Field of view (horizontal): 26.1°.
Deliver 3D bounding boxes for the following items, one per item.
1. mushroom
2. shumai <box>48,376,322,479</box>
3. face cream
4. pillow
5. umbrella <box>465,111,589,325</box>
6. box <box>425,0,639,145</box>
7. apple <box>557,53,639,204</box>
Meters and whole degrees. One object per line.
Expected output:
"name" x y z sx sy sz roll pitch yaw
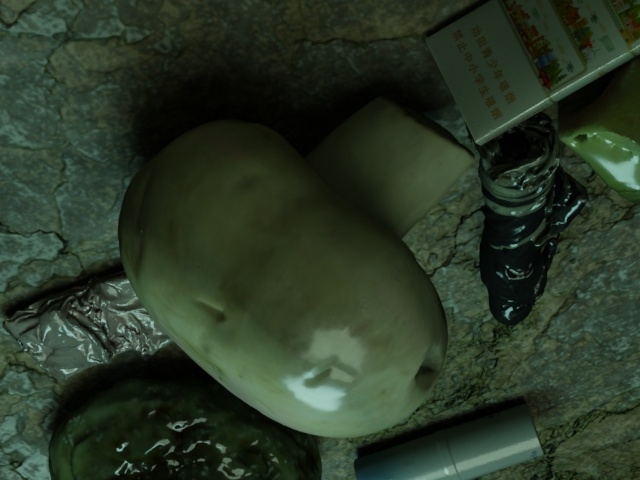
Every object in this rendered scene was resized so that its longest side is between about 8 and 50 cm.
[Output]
"mushroom" -0.027 0.017 1.349 0.325 0.353 0.353 10 136 -43
"shumai" -0.152 0.375 1.707 0.324 0.323 0.397 -23 137 10
"face cream" 0.174 0.295 1.875 0.250 0.077 0.077 -20 138 6
"pillow" -0.228 0.089 1.575 0.248 0.049 0.135 -23 133 8
"umbrella" 0.222 -0.020 1.522 0.106 0.113 0.358 -23 147 -8
"box" 0.219 -0.196 1.312 0.220 0.122 0.032 -30 162 21
"apple" 0.343 -0.124 1.357 0.174 0.207 0.188 -41 125 20
